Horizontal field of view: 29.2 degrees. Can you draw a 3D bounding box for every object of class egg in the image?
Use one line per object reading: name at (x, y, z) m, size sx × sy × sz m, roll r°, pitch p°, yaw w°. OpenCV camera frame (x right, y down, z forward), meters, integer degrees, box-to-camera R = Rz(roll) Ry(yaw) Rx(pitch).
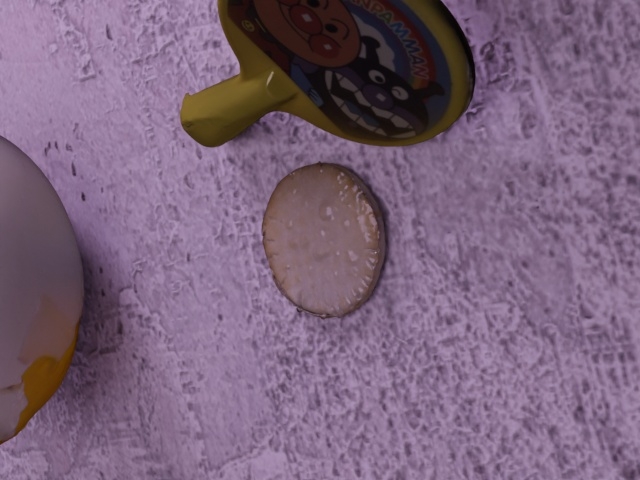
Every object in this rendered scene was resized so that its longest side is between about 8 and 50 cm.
egg at (-0.395, 0.047, 1.320) m, size 0.283 × 0.283 × 0.345 m, roll 2°, pitch 85°, yaw 40°

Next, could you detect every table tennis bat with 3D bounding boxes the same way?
table tennis bat at (-0.021, -0.147, 1.061) m, size 0.224 × 0.054 × 0.368 m, roll 42°, pitch 150°, yaw -21°

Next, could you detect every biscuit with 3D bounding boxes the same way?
biscuit at (0.000, 0.000, 1.144) m, size 0.152 × 0.020 × 0.152 m, roll 7°, pitch 101°, yaw 39°
